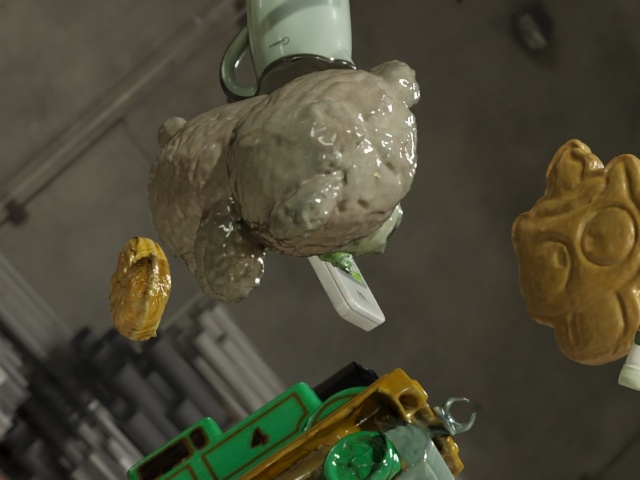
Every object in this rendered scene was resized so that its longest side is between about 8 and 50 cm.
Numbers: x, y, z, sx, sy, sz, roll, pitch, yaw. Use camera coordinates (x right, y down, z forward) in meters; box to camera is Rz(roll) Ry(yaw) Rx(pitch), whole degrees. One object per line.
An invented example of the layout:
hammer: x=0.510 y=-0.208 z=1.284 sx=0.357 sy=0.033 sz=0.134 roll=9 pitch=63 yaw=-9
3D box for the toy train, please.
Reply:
toy train: x=-0.035 y=0.272 z=1.634 sx=0.249 sy=0.429 sz=0.178 roll=50 pitch=-7 yaw=49

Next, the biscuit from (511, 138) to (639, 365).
biscuit: x=0.407 y=0.008 z=2.312 sx=0.051 sy=0.269 sz=0.376 roll=23 pitch=48 yaw=-41

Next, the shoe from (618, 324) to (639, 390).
shoe: x=0.518 y=0.169 z=2.101 sx=0.265 sy=0.110 sz=0.095 roll=10 pitch=3 yaw=-42

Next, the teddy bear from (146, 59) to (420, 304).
teddy bear: x=-0.026 y=-0.053 z=1.218 sx=0.267 sy=0.236 sz=0.151 roll=-6 pitch=-48 yaw=48

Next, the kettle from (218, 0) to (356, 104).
kettle: x=-0.054 y=-0.292 z=2.322 sx=0.161 sy=0.221 sz=0.236 roll=53 pitch=24 yaw=-46

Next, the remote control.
remote control: x=0.000 y=0.000 z=1.917 sx=0.103 sy=0.034 sz=0.250 roll=33 pitch=25 yaw=-58

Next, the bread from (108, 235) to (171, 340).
bread: x=-0.170 y=0.043 z=1.433 sx=0.044 sy=0.083 sz=0.111 roll=12 pitch=20 yaw=-17

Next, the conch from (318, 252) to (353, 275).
conch: x=-0.025 y=-0.047 z=1.675 sx=0.201 sy=0.079 sz=0.095 roll=41 pitch=15 yaw=-8
